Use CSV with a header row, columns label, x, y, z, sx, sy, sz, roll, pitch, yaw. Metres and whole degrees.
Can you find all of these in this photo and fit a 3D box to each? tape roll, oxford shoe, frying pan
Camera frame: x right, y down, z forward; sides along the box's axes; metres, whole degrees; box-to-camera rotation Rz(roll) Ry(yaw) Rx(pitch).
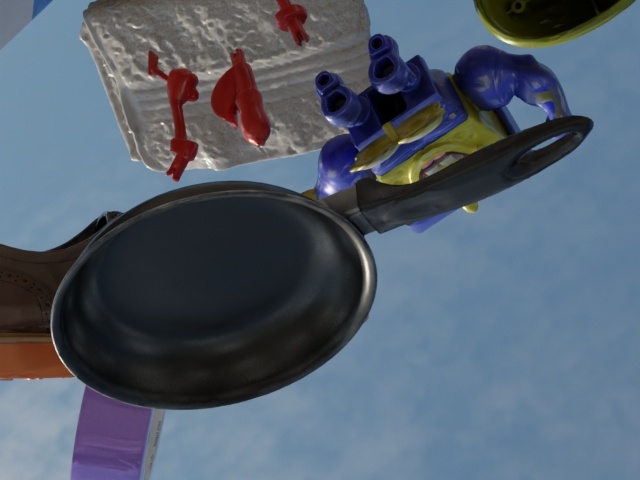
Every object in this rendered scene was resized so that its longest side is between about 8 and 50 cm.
label,x,y,z,sx,sy,sz,roll,pitch,yaw
tape roll,-0.255,0.222,1.881,0.090,0.275,0.275,11,-138,0
oxford shoe,-0.129,0.039,1.169,0.363,0.133,0.130,-2,178,-24
frying pan,-0.024,-0.007,0.827,0.326,0.197,0.053,-45,-138,28

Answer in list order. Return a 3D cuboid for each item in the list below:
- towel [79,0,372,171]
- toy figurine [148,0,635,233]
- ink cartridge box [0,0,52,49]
label,x,y,z,sx,sy,sz,roll,pitch,yaw
towel,-0.079,-0.164,1.356,0.282,0.187,0.049,-9,-151,20
toy figurine,0.085,-0.112,1.010,0.362,0.217,0.191,-34,-122,14
ink cartridge box,-0.440,-0.260,1.314,0.285,0.166,0.395,29,-128,7
